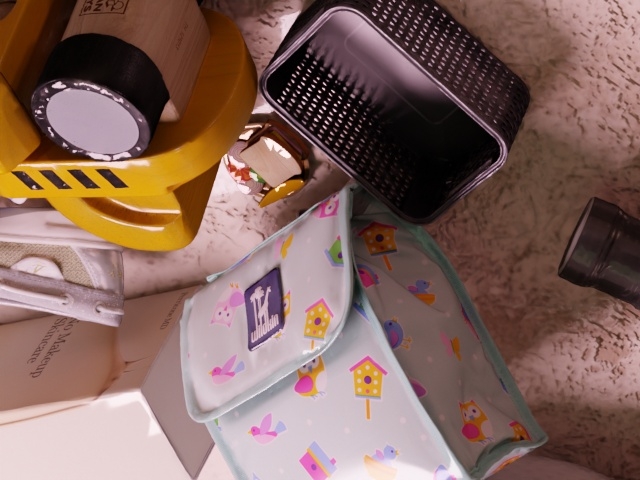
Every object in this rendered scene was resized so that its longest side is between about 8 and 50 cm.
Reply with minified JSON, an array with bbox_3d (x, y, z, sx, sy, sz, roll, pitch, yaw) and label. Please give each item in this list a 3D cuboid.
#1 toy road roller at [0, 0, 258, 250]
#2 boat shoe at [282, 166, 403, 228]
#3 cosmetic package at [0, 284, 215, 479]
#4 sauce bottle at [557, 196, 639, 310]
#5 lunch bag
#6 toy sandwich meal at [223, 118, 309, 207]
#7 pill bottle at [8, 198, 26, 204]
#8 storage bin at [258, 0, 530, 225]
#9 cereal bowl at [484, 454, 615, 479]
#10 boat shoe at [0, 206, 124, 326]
[{"bbox_3d":[-0.210,-0.110,1.539,0.329,0.202,0.240,0,141,21],"label":"toy road roller"},{"bbox_3d":[0.000,0.000,1.636,0.063,0.066,0.184,53,135,5],"label":"boat shoe"},{"bbox_3d":[-0.239,0.151,1.778,0.309,0.160,0.113,-13,119,28],"label":"cosmetic package"},{"bbox_3d":[0.355,0.064,1.515,0.344,0.111,0.111,26,131,4],"label":"sauce bottle"},{"bbox_3d":[0.016,0.109,1.560,0.223,0.160,0.262,-36,81,38],"label":"lunch bag"},{"bbox_3d":[-0.046,-0.063,1.623,0.085,0.029,0.085,11,129,14],"label":"toy sandwich meal"},{"bbox_3d":[-0.288,-0.100,1.657,0.137,0.078,0.078,38,130,-9],"label":"pill bottle"},{"bbox_3d":[0.058,-0.115,1.508,0.180,0.084,0.122,41,129,-11],"label":"storage bin"},{"bbox_3d":[0.195,0.316,1.745,0.339,0.141,0.339,11,128,14],"label":"cereal bowl"},{"bbox_3d":[-0.329,0.029,1.684,0.320,0.103,0.118,-2,172,-7],"label":"boat shoe"}]
